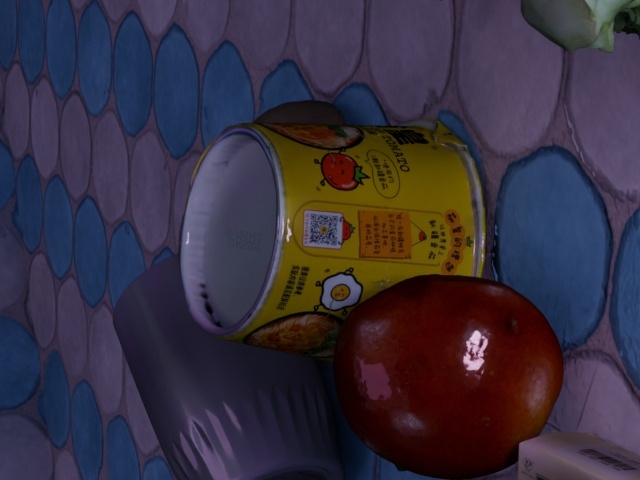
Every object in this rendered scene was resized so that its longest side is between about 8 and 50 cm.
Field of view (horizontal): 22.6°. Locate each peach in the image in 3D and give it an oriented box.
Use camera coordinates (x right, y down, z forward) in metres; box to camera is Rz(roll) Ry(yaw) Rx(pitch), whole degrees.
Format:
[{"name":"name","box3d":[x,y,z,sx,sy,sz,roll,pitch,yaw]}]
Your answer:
[{"name":"peach","box3d":[0.130,0.140,1.691,0.199,0.243,0.243,-86,10,-52]}]

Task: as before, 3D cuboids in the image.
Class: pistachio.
[{"name":"pistachio","box3d":[-0.035,-0.129,2.150,0.226,0.135,0.136,-168,76,-72]}]

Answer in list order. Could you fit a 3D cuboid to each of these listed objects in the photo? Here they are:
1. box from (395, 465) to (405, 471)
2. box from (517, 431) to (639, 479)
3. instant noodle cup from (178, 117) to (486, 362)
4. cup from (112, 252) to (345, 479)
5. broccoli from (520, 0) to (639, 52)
[{"name":"box","box3d":[0.110,0.154,1.970,0.132,0.034,0.235,-122,37,-46]},{"name":"box","box3d":[0.283,0.293,1.555,0.212,0.095,0.168,18,108,63]},{"name":"instant noodle cup","box3d":[0.000,0.000,1.866,0.325,0.254,0.326,-19,67,57]},{"name":"cup","box3d":[-0.123,0.206,2.227,0.371,0.253,0.253,67,149,32]},{"name":"broccoli","box3d":[0.278,-0.244,1.295,0.270,0.270,0.270,37,145,31]}]
